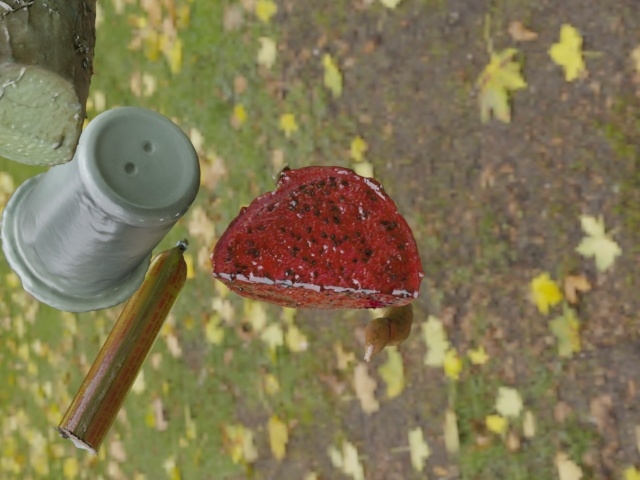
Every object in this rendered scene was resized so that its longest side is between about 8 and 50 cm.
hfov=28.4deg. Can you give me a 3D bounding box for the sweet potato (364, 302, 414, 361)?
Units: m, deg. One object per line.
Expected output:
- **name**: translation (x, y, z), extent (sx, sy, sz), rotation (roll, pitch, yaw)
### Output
- **sweet potato**: translation (0.115, 0.139, 2.032), extent (0.058, 0.202, 0.055), rotation (22, 112, 15)

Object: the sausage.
- **sausage**: translation (-0.294, 0.152, 1.968), extent (0.371, 0.082, 0.082), rotation (-63, 15, -23)

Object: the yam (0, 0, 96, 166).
- **yam**: translation (-0.340, -0.224, 1.368), extent (0.201, 0.202, 0.271), rotation (-27, 55, 52)

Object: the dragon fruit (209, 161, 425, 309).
- **dragon fruit**: translation (0.000, 0.000, 1.932), extent (0.152, 0.317, 0.205), rotation (96, -179, -71)

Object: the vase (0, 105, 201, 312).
- **vase**: translation (-0.300, -0.053, 1.824), extent (0.291, 0.245, 0.245), rotation (-37, 59, 51)
